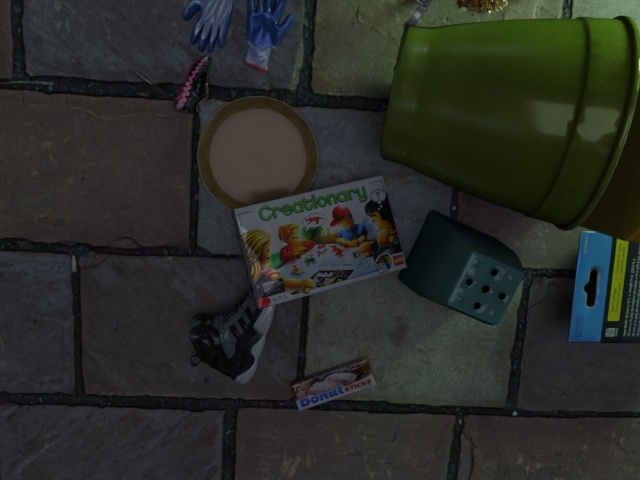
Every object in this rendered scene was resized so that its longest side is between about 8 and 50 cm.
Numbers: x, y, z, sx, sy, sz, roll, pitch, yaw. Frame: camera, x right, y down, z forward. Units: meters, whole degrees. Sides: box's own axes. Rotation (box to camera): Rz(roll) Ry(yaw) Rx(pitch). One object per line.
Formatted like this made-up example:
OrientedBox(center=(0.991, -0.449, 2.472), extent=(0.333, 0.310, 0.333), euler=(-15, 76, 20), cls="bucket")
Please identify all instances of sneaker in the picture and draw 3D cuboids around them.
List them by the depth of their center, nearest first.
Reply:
OrientedBox(center=(-0.234, -0.297, 1.091), extent=(0.057, 0.047, 0.119), euler=(25, 100, -30), cls="sneaker")
OrientedBox(center=(-0.180, 0.157, 1.148), extent=(0.153, 0.101, 0.268), euler=(16, 102, -9), cls="sneaker")

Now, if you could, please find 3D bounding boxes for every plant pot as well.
OrientedBox(center=(0.297, -0.232, 1.004), extent=(0.353, 0.366, 0.366), euler=(12, 101, 6), cls="plant pot")
OrientedBox(center=(0.280, 0.063, 1.094), extent=(0.166, 0.234, 0.165), euler=(23, 99, -9), cls="plant pot")
OrientedBox(center=(-0.123, -0.165, 1.125), extent=(0.237, 0.032, 0.236), euler=(-1, 101, -4), cls="plant pot")

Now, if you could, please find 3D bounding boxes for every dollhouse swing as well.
OrientedBox(center=(0.632, -0.179, 1.009), extent=(0.315, 0.347, 0.304), euler=(-7, 101, -2), cls="dollhouse swing")

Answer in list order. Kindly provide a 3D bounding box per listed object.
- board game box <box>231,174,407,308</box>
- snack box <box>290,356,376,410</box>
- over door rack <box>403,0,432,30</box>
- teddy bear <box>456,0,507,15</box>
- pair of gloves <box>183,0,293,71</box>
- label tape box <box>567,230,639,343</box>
OrientedBox(center=(0.000, 0.000, 1.102), extent=(0.305, 0.053, 0.192), euler=(-15, 89, -14), cls="board game box")
OrientedBox(center=(0.028, 0.312, 1.235), extent=(0.178, 0.022, 0.064), euler=(-19, 103, 0), cls="snack box")
OrientedBox(center=(0.156, -0.576, 1.032), extent=(0.240, 0.108, 0.324), euler=(34, 84, -11), cls="over door rack")
OrientedBox(center=(0.233, -0.537, 0.939), extent=(0.245, 0.113, 0.337), euler=(-25, 95, -13), cls="teddy bear")
OrientedBox(center=(-0.157, -0.420, 1.076), extent=(0.198, 0.023, 0.159), euler=(17, 99, -8), cls="pair of gloves")
OrientedBox(center=(0.669, 0.088, 1.189), extent=(0.334, 0.106, 0.240), euler=(1, 101, -3), cls="label tape box")
